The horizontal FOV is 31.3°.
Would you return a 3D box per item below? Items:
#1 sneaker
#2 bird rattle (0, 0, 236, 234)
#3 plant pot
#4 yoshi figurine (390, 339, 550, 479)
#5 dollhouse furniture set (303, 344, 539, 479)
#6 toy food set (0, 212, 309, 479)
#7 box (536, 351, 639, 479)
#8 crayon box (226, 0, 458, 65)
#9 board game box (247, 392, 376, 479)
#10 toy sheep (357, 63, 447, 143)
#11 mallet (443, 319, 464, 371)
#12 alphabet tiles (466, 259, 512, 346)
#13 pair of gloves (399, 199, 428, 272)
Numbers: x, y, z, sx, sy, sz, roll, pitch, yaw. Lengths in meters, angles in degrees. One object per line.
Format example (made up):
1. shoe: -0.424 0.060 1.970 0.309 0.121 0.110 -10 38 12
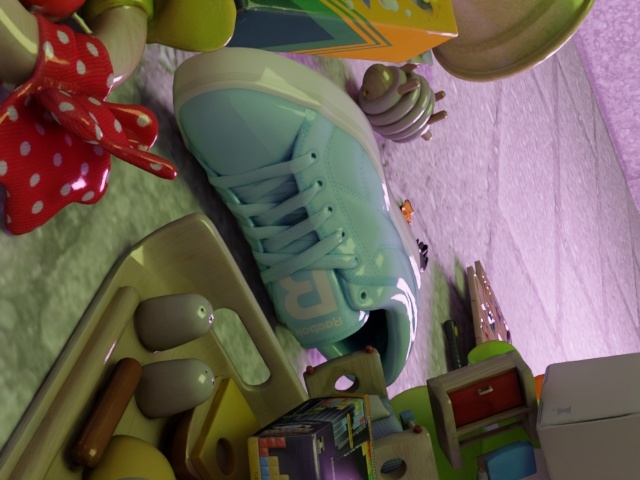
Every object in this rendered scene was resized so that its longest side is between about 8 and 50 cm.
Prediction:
1. sneaker: 0.000 0.000 0.921 0.366 0.135 0.150 49 30 -46
2. bird rattle: -0.165 -0.139 0.700 0.207 0.143 0.253 50 44 -24
3. plant pot: 0.195 -0.394 1.520 0.254 0.276 0.276 36 42 -40
4. yoshi figurine: 0.143 0.273 1.102 0.203 0.203 0.362 -21 111 -34
5. dollhouse furniture set: 0.099 0.154 0.910 0.129 0.184 0.129 -124 -162 -60
6. toy food set: -0.074 0.151 0.701 0.219 0.092 0.306 63 25 -26
7. box: 0.265 0.243 0.988 0.113 0.094 0.275 -58 134 -62
8. crayon box: 0.008 -0.276 1.040 0.323 0.083 0.203 -4 78 -46
9. board game box: 0.003 0.196 0.745 0.141 0.048 0.170 -12 96 -75
10. toy sheep: 0.092 -0.154 1.300 0.132 0.091 0.091 45 35 -36
11. mallet: 0.165 0.179 1.332 0.062 0.039 0.189 35 40 -62
12. alphabet tiles: 0.241 0.205 1.468 0.285 0.011 0.342 60 21 -44
13. pair of gloves: 0.109 -0.001 1.342 0.083 0.010 0.074 68 23 -19
